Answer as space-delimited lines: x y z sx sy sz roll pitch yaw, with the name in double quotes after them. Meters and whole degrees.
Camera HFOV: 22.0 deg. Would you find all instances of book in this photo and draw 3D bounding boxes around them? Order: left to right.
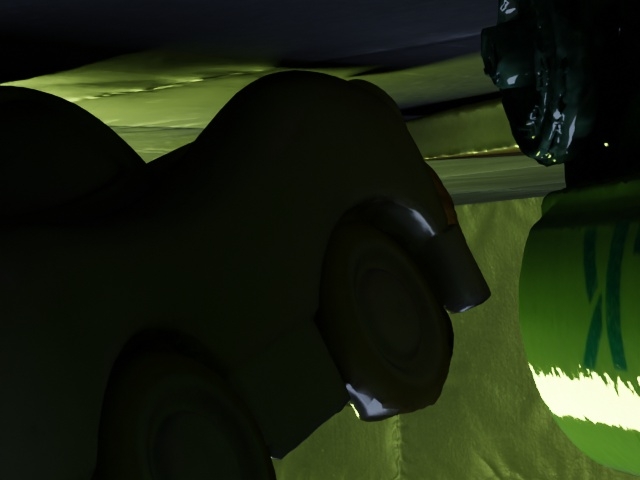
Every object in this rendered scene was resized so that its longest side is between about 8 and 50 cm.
0.254 -0.072 0.936 0.389 0.032 0.269 -5 179 -39 "book"

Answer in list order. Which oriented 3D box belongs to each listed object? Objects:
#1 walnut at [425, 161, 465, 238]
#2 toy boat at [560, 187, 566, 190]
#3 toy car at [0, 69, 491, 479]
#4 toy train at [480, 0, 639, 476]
0.000 0.000 1.003 0.180 0.144 0.144 3 179 0 "walnut"
0.233 -0.029 0.943 0.210 0.052 0.104 -4 179 5 "toy boat"
-0.117 0.027 0.636 0.242 0.226 0.336 -27 -176 31 "toy car"
0.107 -0.004 0.349 0.105 0.157 0.253 -4 179 -12 "toy train"
